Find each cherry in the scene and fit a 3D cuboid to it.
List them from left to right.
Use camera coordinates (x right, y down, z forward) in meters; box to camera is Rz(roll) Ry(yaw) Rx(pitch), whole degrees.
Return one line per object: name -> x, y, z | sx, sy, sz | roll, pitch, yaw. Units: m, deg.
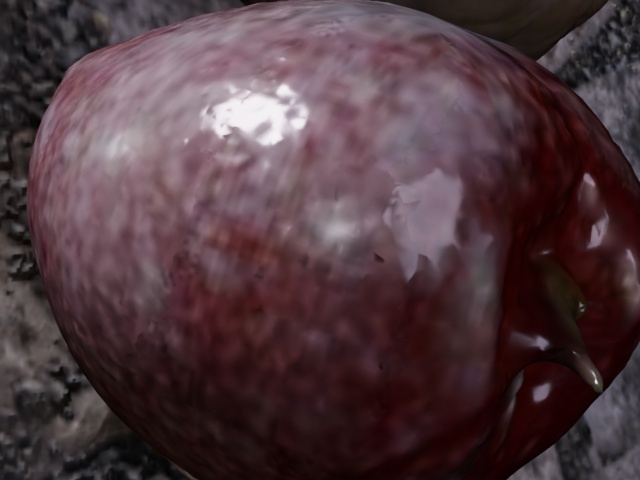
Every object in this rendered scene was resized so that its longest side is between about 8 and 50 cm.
cherry -> 0.000, 0.000, 0.630 | 0.230, 0.300, 0.203 | -12, 120, -50

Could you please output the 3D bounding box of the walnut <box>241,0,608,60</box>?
walnut -> 0.042, -0.179, 0.720 | 0.224, 0.224, 0.224 | 9, 75, -37
